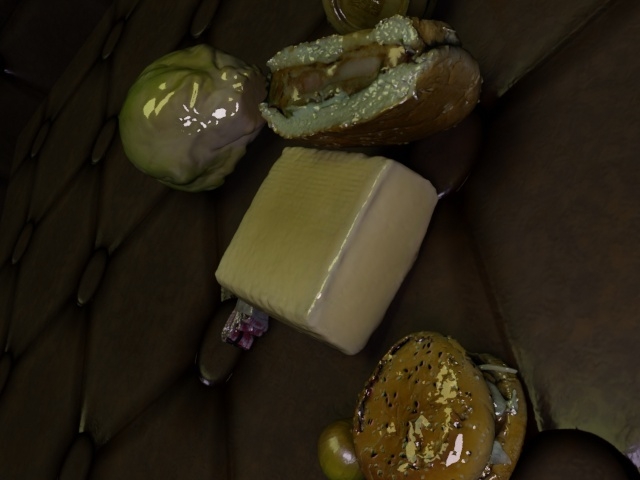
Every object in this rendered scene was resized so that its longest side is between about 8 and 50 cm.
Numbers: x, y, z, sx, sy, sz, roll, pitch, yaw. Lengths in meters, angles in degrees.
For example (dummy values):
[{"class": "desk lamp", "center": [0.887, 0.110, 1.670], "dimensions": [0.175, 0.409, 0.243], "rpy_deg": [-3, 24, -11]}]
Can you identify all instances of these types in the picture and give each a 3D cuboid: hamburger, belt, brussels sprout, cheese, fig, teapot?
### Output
[{"class": "hamburger", "center": [0.120, 0.175, 0.815], "dimensions": [0.185, 0.113, 0.177], "rpy_deg": [-43, 37, 30]}, {"class": "belt", "center": [-0.086, 0.056, 1.238], "dimensions": [0.071, 0.053, 0.231], "rpy_deg": [11, 78, 52]}, {"class": "brussels sprout", "center": [-0.235, -0.222, 1.484], "dimensions": [0.274, 0.242, 0.317], "rpy_deg": [-46, 34, -16]}, {"class": "cheese", "center": [0.000, 0.000, 1.084], "dimensions": [0.266, 0.124, 0.242], "rpy_deg": [17, 72, 57]}, {"class": "fig", "center": [0.030, 0.249, 0.932], "dimensions": [0.074, 0.074, 0.088], "rpy_deg": [-106, 33, -46]}, {"class": "teapot", "center": [0.091, -0.369, 1.207], "dimensions": [0.182, 0.173, 0.269], "rpy_deg": [-54, -13, -57]}, {"class": "hamburger", "center": [0.075, -0.193, 1.034], "dimensions": [0.309, 0.211, 0.132], "rpy_deg": [-6, 86, 46]}]
